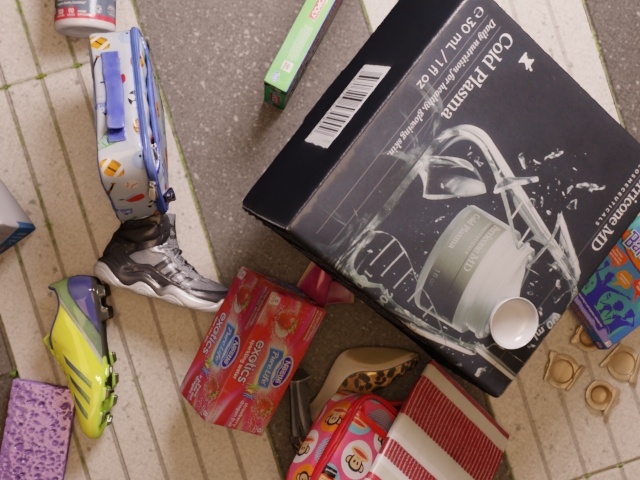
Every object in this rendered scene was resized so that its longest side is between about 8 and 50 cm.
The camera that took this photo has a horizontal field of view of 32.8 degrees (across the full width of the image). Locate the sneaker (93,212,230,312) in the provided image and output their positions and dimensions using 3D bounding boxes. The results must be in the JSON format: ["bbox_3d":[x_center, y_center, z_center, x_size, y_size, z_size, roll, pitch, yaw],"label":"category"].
[{"bbox_3d":[-0.257,0.033,1.923,0.269,0.101,0.153,16,90,0],"label":"sneaker"}]

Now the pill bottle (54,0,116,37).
[{"bbox_3d":[-0.416,-0.458,1.925,0.108,0.108,0.180,0,88,-3],"label":"pill bottle"}]

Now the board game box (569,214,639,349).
[{"bbox_3d":[0.552,0.075,1.987,0.210,0.047,0.160,-36,90,-10],"label":"board game box"}]

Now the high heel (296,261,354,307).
[{"bbox_3d":[0.000,0.000,1.957,0.117,0.082,0.244,-1,97,-2],"label":"high heel"}]

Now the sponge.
[{"bbox_3d":[-0.506,0.359,1.937,0.117,0.031,0.210,9,88,-4],"label":"sponge"}]

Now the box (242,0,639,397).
[{"bbox_3d":[0.217,-0.087,1.804,0.472,0.297,0.480,39,87,-21],"label":"box"}]

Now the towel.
[{"bbox_3d":[0.185,0.401,1.844,0.237,0.037,0.329,46,59,-23],"label":"towel"}]

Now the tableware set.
[{"bbox_3d":[0.504,0.234,2.004,0.169,0.020,0.141,33,87,-2],"label":"tableware set"}]

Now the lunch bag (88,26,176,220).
[{"bbox_3d":[-0.321,-0.192,1.829,0.115,0.243,0.303,-9,66,-5],"label":"lunch bag"}]

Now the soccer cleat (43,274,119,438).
[{"bbox_3d":[-0.425,0.205,1.918,0.121,0.093,0.289,-4,85,-1],"label":"soccer cleat"}]

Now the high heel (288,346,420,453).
[{"bbox_3d":[0.062,0.295,1.966,0.261,0.093,0.186,-12,116,-18],"label":"high heel"}]

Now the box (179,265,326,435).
[{"bbox_3d":[-0.119,0.191,1.878,0.128,0.123,0.256,23,98,-37],"label":"box"}]

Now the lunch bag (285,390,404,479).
[{"bbox_3d":[0.102,0.400,1.879,0.293,0.120,0.258,43,64,-25],"label":"lunch bag"}]

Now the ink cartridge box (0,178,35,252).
[{"bbox_3d":[-0.706,0.028,1.807,0.395,0.285,0.166,-36,91,-3],"label":"ink cartridge box"}]

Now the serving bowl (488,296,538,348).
[{"bbox_3d":[0.297,0.127,1.697,0.083,0.027,0.083,-3,101,-18],"label":"serving bowl"}]

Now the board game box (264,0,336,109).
[{"bbox_3d":[-0.007,-0.389,1.894,0.046,0.213,0.317,28,88,-2],"label":"board game box"}]
